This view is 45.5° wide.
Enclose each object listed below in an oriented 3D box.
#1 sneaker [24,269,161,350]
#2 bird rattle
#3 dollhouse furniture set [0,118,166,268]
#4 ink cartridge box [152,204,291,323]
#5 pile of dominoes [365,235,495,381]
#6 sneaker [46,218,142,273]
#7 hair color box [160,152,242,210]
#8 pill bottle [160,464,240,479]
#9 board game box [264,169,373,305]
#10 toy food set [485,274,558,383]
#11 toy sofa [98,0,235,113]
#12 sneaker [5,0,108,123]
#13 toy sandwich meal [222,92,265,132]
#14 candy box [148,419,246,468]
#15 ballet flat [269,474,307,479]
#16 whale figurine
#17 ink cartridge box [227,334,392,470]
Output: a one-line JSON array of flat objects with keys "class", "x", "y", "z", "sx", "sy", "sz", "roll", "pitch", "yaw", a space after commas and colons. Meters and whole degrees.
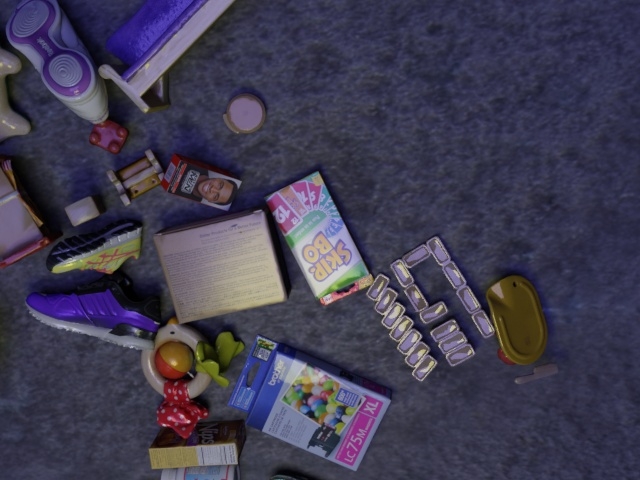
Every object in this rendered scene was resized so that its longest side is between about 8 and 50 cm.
[{"class": "sneaker", "x": -0.460, "y": 0.126, "z": 1.584, "sx": 0.293, "sy": 0.102, "sz": 0.146, "roll": 15, "pitch": 85, "yaw": 9}, {"class": "bird rattle", "x": -0.286, "y": 0.274, "z": 1.610, "sx": 0.207, "sy": 0.143, "sz": 0.253, "roll": 43, "pitch": 116, "yaw": 6}, {"class": "dollhouse furniture set", "x": -0.513, "y": -0.118, "z": 1.523, "sx": 0.374, "sy": 0.152, "sz": 0.201, "roll": -29, "pitch": 99, "yaw": -7}, {"class": "ink cartridge box", "x": -0.195, "y": 0.047, "z": 1.543, "sx": 0.234, "sy": 0.088, "sz": 0.193, "roll": -12, "pitch": 100, "yaw": 8}, {"class": "pile of dominoes", "x": 0.223, "y": 0.142, "z": 1.571, "sx": 0.196, "sy": 0.040, "sz": 0.251, "roll": -31, "pitch": 90, "yaw": 12}, {"class": "sneaker", "x": -0.442, "y": 0.033, "z": 1.521, "sx": 0.081, "sy": 0.208, "sz": 0.094, "roll": 28, "pitch": 129, "yaw": 41}, {"class": "hair color box", "x": -0.233, "y": -0.114, "z": 1.496, "sx": 0.141, "sy": 0.043, "sz": 0.072, "roll": 16, "pitch": 107, "yaw": -37}, {"class": "pill bottle", "x": -0.260, "y": 0.521, "z": 1.657, "sx": 0.160, "sy": 0.087, "sz": 0.087, "roll": -1, "pitch": 103, "yaw": 5}, {"class": "board game box", "x": 0.000, "y": 0.000, "z": 1.543, "sx": 0.124, "sy": 0.039, "sz": 0.259, "roll": -26, "pitch": 100, "yaw": 10}, {"class": "toy food set", "x": 0.384, "y": 0.178, "z": 1.528, "sx": 0.128, "sy": 0.071, "sz": 0.218, "roll": -17, "pitch": 92, "yaw": -29}, {"class": "toy sofa", "x": -0.251, "y": -0.419, "z": 1.410, "sx": 0.362, "sy": 0.150, "sz": 0.177, "roll": -42, "pitch": 98, "yaw": 12}, {"class": "sneaker", "x": -0.495, "y": -0.340, "z": 1.447, "sx": 0.114, "sy": 0.152, "sz": 0.305, "roll": -31, "pitch": 65, "yaw": -4}, {"class": "toy sandwich meal", "x": -0.148, "y": -0.248, "z": 1.504, "sx": 0.085, "sy": 0.029, "sz": 0.086, "roll": 0, "pitch": 99, "yaw": 2}, {"class": "candy box", "x": -0.259, "y": 0.434, "z": 1.626, "sx": 0.186, "sy": 0.109, "sz": 0.053, "roll": -4, "pitch": 103, "yaw": 5}, {"class": "ballet flat", "x": -0.022, "y": 0.552, "z": 1.659, "sx": 0.188, "sy": 0.070, "sz": 0.070, "roll": 25, "pitch": 104, "yaw": 3}, {"class": "whale figurine", "x": -0.676, "y": -0.321, "z": 1.493, "sx": 0.216, "sy": 0.141, "sz": 0.272, "roll": -21, "pitch": 125, "yaw": 9}, {"class": "ink cartridge box", "x": -0.028, "y": 0.343, "z": 1.614, "sx": 0.311, "sy": 0.065, "sz": 0.186, "roll": 24, "pitch": 103, "yaw": 1}]
